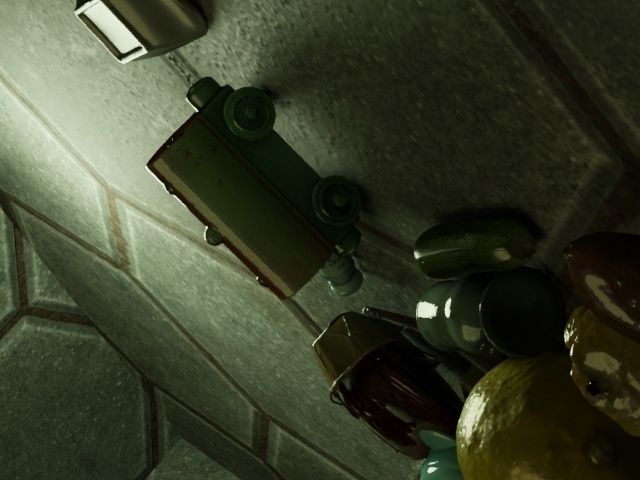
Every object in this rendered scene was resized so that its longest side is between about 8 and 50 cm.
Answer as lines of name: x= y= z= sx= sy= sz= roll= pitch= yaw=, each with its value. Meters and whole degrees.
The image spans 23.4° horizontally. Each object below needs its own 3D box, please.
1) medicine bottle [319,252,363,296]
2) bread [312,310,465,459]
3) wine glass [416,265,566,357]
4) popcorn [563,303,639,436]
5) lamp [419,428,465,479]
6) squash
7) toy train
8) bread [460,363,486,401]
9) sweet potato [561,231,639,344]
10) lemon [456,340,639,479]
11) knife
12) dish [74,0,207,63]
medicine bottle: x=0.000 y=0.000 z=2.076 sx=0.051 sy=0.051 sz=0.191 roll=25 pitch=155 yaw=44
bread: x=0.106 y=0.197 z=2.134 sx=0.212 sy=0.142 sz=0.224 roll=47 pitch=-170 yaw=27
wine glass: x=0.188 y=0.085 z=1.784 sx=0.103 sy=0.103 sz=0.231 roll=45 pitch=166 yaw=-10
popcorn: x=0.317 y=0.112 z=1.517 sx=0.148 sy=0.152 sz=0.167 roll=-30 pitch=84 yaw=44
lamp: x=0.256 y=0.342 z=2.017 sx=0.284 sy=0.147 sz=0.209 roll=40 pitch=164 yaw=24
squash: x=0.166 y=0.008 z=1.712 sx=0.066 sy=0.066 sz=0.229 roll=46 pitch=162 yaw=-13
toy train: x=-0.080 y=-0.061 z=1.888 sx=0.285 sy=0.177 sz=0.116 roll=45 pitch=163 yaw=-14
bread: x=0.288 y=0.245 z=2.045 sx=0.226 sy=0.049 sz=0.088 roll=32 pitch=160 yaw=28
sweet potato: x=0.387 y=0.092 z=1.371 sx=0.385 sy=0.109 sz=0.109 roll=30 pitch=163 yaw=-1
lemon: x=0.268 y=0.231 z=1.751 sx=0.233 sy=0.233 sz=0.288 roll=42 pitch=172 yaw=-2
knife: x=0.181 y=0.146 z=2.014 sx=0.278 sy=0.053 sz=0.123 roll=30 pitch=-173 yaw=41
dish: x=-0.228 y=-0.279 z=1.874 sx=0.154 sy=0.064 sz=0.234 roll=47 pitch=161 yaw=-15
